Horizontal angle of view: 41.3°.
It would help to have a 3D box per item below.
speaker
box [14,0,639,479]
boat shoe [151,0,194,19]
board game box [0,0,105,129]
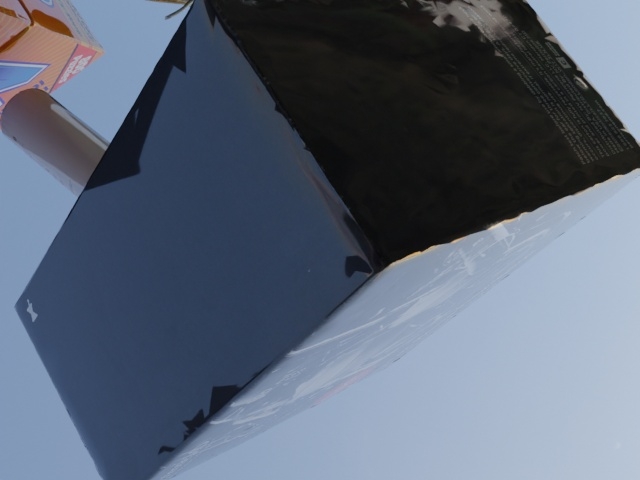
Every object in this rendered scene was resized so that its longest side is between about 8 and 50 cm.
[{"bbox_3d":[-0.212,-0.075,0.727,0.136,0.055,0.055,36,-121,25],"label":"speaker"},{"bbox_3d":[0.000,0.000,0.621,0.312,0.343,0.179,-17,-111,-44],"label":"box"},{"bbox_3d":[-0.078,-0.293,0.936,0.285,0.105,0.089,-7,-110,-4],"label":"boat shoe"},{"bbox_3d":[-0.480,-0.229,0.728,0.356,0.356,0.357,-34,-90,8],"label":"board game box"}]
